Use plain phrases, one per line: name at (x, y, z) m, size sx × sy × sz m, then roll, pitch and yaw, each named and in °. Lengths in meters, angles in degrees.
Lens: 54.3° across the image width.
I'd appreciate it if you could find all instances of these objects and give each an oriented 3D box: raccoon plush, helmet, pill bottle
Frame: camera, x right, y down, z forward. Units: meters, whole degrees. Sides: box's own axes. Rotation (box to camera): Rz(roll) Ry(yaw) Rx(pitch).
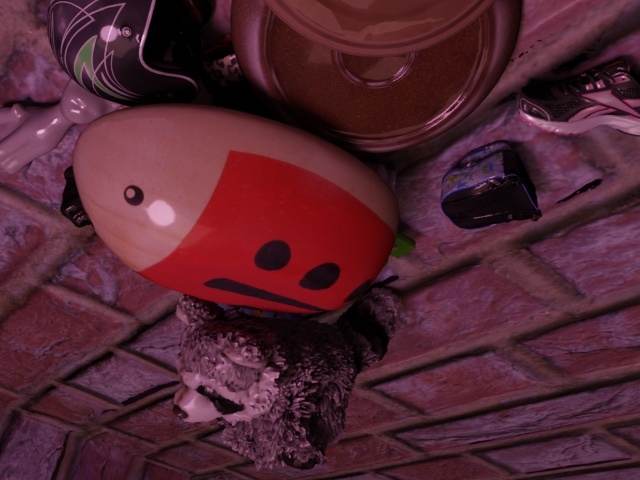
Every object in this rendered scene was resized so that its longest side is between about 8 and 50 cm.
raccoon plush at (-0.048, 0.128, 0.964) m, size 0.216 × 0.446 × 0.299 m, roll 11°, pitch 133°, yaw 26°
helmet at (-0.206, -0.227, 0.667) m, size 0.169 × 0.169 × 0.161 m, roll -13°, pitch 154°, yaw 30°
pill bottle at (0.064, -0.090, 0.884) m, size 0.083 × 0.043 × 0.043 m, roll 7°, pitch 144°, yaw 6°

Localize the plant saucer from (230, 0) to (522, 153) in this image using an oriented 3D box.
plant saucer at (0.058, -0.209, 0.658) m, size 0.311 × 0.050 × 0.310 m, roll 1°, pitch 134°, yaw 1°

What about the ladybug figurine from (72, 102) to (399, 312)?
ladybug figurine at (-0.082, -0.013, 0.772) m, size 0.449 × 0.161 × 0.305 m, roll 18°, pitch 152°, yaw -37°

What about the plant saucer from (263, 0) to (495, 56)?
plant saucer at (0.055, -0.290, 0.530) m, size 0.278 × 0.041 × 0.277 m, roll 0°, pitch 123°, yaw 0°

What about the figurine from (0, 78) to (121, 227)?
figurine at (-0.334, -0.135, 0.903) m, size 0.210 × 0.092 × 0.215 m, roll -20°, pitch 134°, yaw 25°

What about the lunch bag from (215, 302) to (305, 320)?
lunch bag at (-0.152, 0.175, 1.151) m, size 0.138 × 0.221 × 0.293 m, roll -5°, pitch 142°, yaw 20°

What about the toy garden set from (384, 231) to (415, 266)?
toy garden set at (0.000, 0.000, 1.025) m, size 0.204 × 0.049 × 0.244 m, roll 27°, pitch 142°, yaw -25°

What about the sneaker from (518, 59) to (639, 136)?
sneaker at (0.314, -0.169, 0.705) m, size 0.178 × 0.072 × 0.077 m, roll 1°, pitch 132°, yaw 0°

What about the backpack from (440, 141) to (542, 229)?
backpack at (0.222, -0.068, 0.837) m, size 0.114 × 0.084 × 0.105 m, roll -18°, pitch 136°, yaw 29°

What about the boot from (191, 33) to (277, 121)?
boot at (-0.118, -0.163, 0.805) m, size 0.236 × 0.085 × 0.178 m, roll -12°, pitch 134°, yaw 29°
